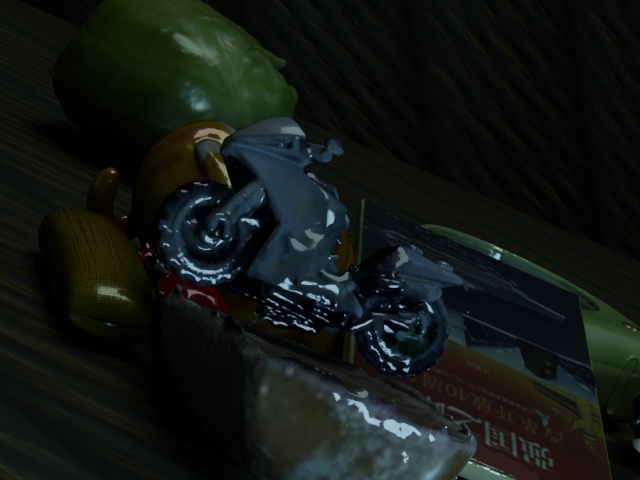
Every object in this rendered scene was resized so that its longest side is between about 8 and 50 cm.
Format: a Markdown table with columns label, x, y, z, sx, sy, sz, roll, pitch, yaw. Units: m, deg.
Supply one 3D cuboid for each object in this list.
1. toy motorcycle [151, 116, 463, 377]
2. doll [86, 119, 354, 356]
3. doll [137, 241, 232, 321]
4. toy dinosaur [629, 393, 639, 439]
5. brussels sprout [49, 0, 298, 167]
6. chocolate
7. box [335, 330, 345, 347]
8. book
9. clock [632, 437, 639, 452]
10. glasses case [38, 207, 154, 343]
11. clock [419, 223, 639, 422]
| label | x | y | z | sx | sy | sz | roll | pitch | yaw |
| --- | --- | --- | --- | --- | --- | --- | --- | --- | --- |
| toy motorcycle | 0.000 | 0.000 | 1.136 | 0.270 | 0.159 | 0.106 | 25 | -15 | -22 |
| doll | -0.075 | -0.008 | 1.360 | 0.269 | 0.162 | 0.167 | 26 | -17 | 42 |
| doll | -0.112 | 0.053 | 1.204 | 0.109 | 0.057 | 0.169 | 40 | 12 | -36 |
| toy dinosaur | 0.392 | 0.203 | 1.611 | 0.383 | 0.129 | 0.331 | 21 | 1 | -29 |
| brussels sprout | -0.197 | -0.201 | 1.860 | 0.328 | 0.247 | 0.328 | 40 | 8 | -6 |
| chocolate | -0.019 | 0.115 | 0.994 | 0.185 | 0.100 | 0.303 | 21 | 2 | -20 |
| box | 0.114 | 0.125 | 1.439 | 0.269 | 0.043 | 0.152 | 31 | 11 | 30 |
| book | 0.146 | 0.106 | 1.345 | 0.262 | 0.028 | 0.374 | 24 | 28 | -10 |
| clock | 0.429 | 0.259 | 1.291 | 0.324 | 0.109 | 0.265 | 29 | 15 | 13 |
| glasses case | -0.188 | 0.026 | 1.180 | 0.079 | 0.064 | 0.234 | 15 | 13 | -21 |
| clock | 0.211 | 0.084 | 1.688 | 0.286 | 0.117 | 0.348 | 18 | 11 | -33 |
